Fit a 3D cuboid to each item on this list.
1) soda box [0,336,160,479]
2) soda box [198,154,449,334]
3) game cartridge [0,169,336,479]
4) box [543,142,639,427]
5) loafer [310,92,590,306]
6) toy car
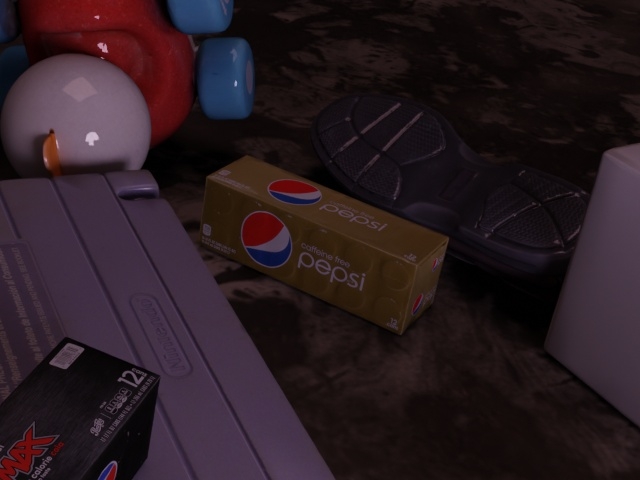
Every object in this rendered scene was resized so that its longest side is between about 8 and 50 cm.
[{"bbox_3d":[-0.130,0.115,0.451,0.053,0.060,0.169,21,34,10],"label":"soda box"},{"bbox_3d":[0.000,0.000,0.800,0.181,0.061,0.058,23,31,21],"label":"soda box"},{"bbox_3d":[-0.150,0.081,0.600,0.230,0.068,0.355,-10,40,-24],"label":"game cartridge"},{"bbox_3d":[0.349,0.076,0.669,0.215,0.168,0.345,-11,36,-32],"label":"box"},{"bbox_3d":[0.104,-0.029,0.883,0.109,0.095,0.302,-41,46,-17],"label":"loafer"},{"bbox_3d":[-0.181,-0.098,0.847,0.219,0.210,0.238,0,58,7],"label":"toy car"}]
